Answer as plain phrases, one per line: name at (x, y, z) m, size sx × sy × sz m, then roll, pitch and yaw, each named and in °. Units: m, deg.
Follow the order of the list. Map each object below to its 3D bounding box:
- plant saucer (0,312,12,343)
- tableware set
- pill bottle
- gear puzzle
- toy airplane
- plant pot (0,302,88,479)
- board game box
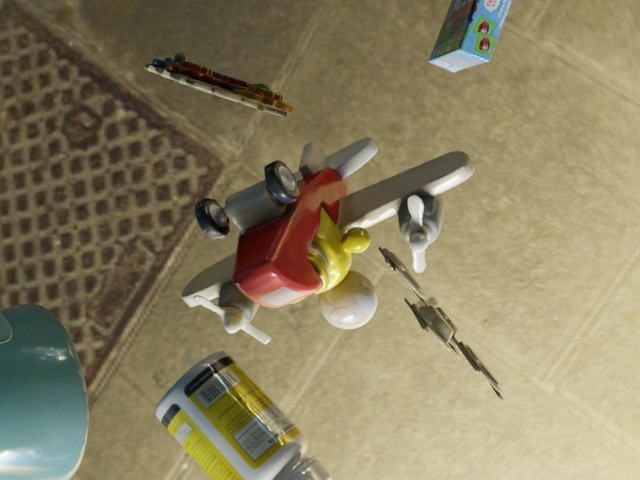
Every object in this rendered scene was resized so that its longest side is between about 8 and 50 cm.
plant saucer at (-0.492, 0.089, 1.282) m, size 0.195 × 0.195 × 0.037 m, roll 35°, pitch 94°, yaw 21°
tableware set at (0.115, 0.081, 0.975) m, size 0.020 × 0.168 × 0.141 m, roll -39°, pitch 33°, yaw 5°
pill bottle at (-0.092, 0.247, 1.221) m, size 0.208 × 0.119 × 0.119 m, roll 46°, pitch 105°, yaw 12°
gear puzzle at (-0.141, -0.237, 1.497) m, size 0.339 × 0.176 × 0.044 m, roll 31°, pitch 104°, yaw 60°
toy airplane at (0.000, 0.000, 1.473) m, size 0.384 × 0.386 × 0.272 m, roll -30°, pitch 96°, yaw -22°
plant pot at (-0.512, 0.250, 1.504) m, size 0.290 × 0.195 × 0.290 m, roll 6°, pitch 99°, yaw 45°
board game box at (0.184, -0.291, 1.072) m, size 0.039 × 0.160 × 0.211 m, roll 21°, pitch 93°, yaw -7°
